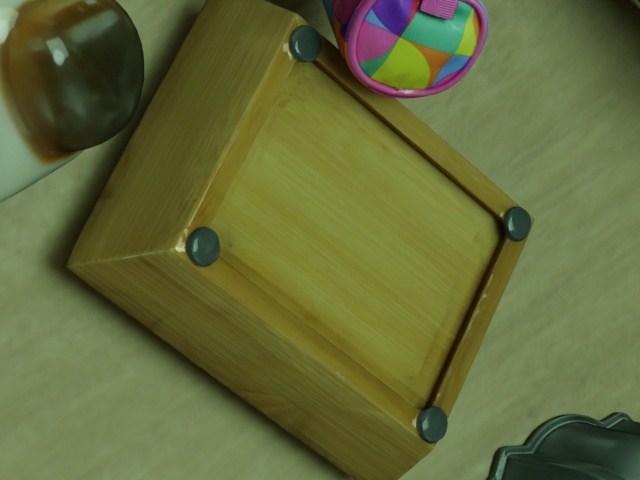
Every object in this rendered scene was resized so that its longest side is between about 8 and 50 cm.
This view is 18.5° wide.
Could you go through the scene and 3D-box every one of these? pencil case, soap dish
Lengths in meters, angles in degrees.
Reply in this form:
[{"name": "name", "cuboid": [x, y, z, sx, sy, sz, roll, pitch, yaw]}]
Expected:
[{"name": "pencil case", "cuboid": [0.039, -0.196, 1.309, 0.104, 0.104, 0.236, 23, 32, -32]}, {"name": "soap dish", "cuboid": [0.000, 0.000, 1.317, 0.291, 0.118, 0.229, 39, 65, -27]}]

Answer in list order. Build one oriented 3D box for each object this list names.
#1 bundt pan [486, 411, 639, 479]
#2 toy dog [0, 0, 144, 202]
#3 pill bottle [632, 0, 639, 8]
[{"name": "bundt pan", "cuboid": [0.244, 0.289, 1.458, 0.330, 0.124, 0.331, 4, 82, -34]}, {"name": "toy dog", "cuboid": [-0.259, -0.208, 1.094, 0.395, 0.284, 0.408, -26, 102, -53]}, {"name": "pill bottle", "cuboid": [0.331, -0.208, 1.487, 0.301, 0.169, 0.169, 42, 61, 0]}]
